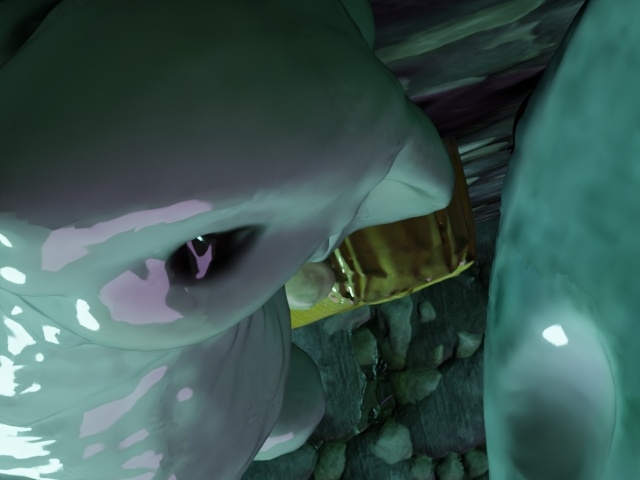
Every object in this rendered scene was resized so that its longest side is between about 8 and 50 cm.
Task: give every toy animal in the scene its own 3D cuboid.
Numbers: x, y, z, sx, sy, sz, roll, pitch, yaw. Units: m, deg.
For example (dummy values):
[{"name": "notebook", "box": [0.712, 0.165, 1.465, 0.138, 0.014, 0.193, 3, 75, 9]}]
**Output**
[{"name": "toy animal", "box": [-0.068, 0.006, 0.559, 0.258, 0.194, 0.357, -4, 162, -28]}]

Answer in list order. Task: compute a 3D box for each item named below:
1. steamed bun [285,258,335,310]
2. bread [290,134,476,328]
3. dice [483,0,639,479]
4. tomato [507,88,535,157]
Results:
[{"name": "steamed bun", "box": [-0.179, 0.073, 0.909, 0.247, 0.189, 0.428, -3, 167, -44]}, {"name": "bread", "box": [0.000, 0.000, 1.072, 0.152, 0.119, 0.288, -19, 178, -20]}, {"name": "dice", "box": [0.273, 0.043, 0.543, 0.328, 0.330, 0.348, 7, -159, -24]}, {"name": "tomato", "box": [0.194, -0.082, 1.049, 0.139, 0.091, 0.159, -10, -153, 24]}]
